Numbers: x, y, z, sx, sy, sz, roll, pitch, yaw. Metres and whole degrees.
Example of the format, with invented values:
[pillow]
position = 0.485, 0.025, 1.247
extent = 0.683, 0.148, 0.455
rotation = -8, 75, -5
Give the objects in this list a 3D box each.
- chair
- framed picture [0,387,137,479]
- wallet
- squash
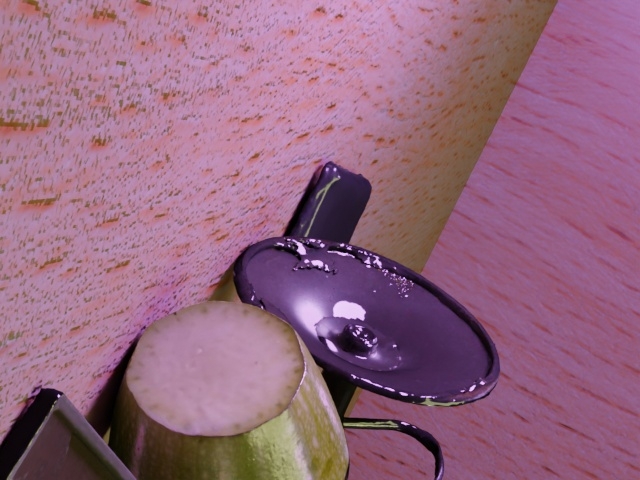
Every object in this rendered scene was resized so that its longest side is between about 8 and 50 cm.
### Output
[chair]
position = -0.035, 0.219, 1.542
extent = 0.401, 0.226, 0.226
rotation = -65, 173, 25
[framed picture]
position = -0.192, 0.230, 1.087
extent = 0.265, 0.018, 0.192
rotation = -59, 157, -19
[wallet]
position = -0.001, 0.000, 1.766
extent = 0.285, 0.030, 0.146
rotation = 6, 107, -81
[squash]
position = -0.065, 0.119, 1.267
extent = 0.123, 0.170, 0.170
rotation = 86, 28, -48
